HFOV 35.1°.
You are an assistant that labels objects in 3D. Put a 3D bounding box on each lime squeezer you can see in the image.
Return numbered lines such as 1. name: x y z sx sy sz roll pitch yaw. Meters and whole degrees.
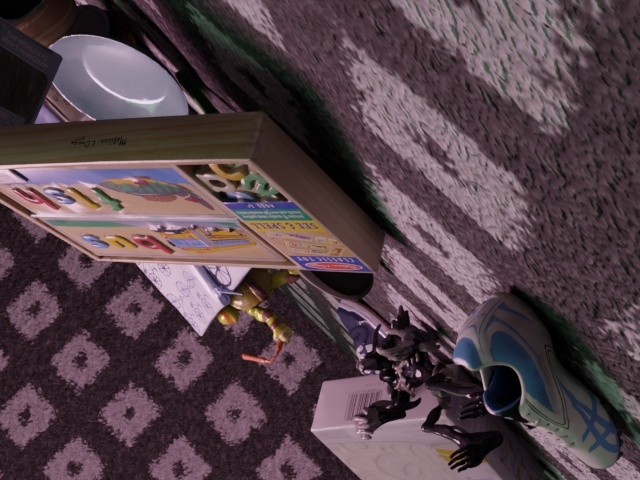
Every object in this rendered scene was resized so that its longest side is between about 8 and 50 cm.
1. lime squeezer: -0.095 -0.134 1.199 0.310 0.059 0.110 -145 42 -62

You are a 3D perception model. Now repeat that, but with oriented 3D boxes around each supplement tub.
1. supplement tub: -0.301 -0.254 1.414 0.106 0.106 0.198 43 174 13

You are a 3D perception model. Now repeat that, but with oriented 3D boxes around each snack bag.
1. snack bag: -0.247 -0.019 1.642 0.323 0.037 0.342 49 148 4

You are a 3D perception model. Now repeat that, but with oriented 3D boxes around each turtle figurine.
1. turtle figurine: -0.117 0.068 1.759 0.269 0.217 0.087 40 172 36

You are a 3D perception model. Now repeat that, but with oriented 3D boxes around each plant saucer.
1. plant saucer: -0.256 -0.209 1.305 0.195 0.037 0.195 14 151 8

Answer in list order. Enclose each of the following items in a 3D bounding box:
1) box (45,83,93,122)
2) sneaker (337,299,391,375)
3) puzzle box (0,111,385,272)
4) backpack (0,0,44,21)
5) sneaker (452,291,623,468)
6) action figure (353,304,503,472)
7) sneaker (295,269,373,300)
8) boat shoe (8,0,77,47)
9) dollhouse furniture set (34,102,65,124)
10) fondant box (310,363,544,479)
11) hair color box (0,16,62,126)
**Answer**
1. box: -0.352 -0.224 1.715 0.127 0.148 0.232 42 172 24
2. sneaker: 0.098 0.235 1.753 0.282 0.153 0.099 43 172 19
3. puzzle box: -0.167 -0.043 1.096 0.409 0.052 0.272 1 157 31
4. backpack: -0.383 -0.339 1.144 0.188 0.166 0.144 33 174 -17
5. sneaker: 0.194 0.140 0.908 0.237 0.086 0.085 47 171 -32
6. action figure: 0.119 0.190 1.360 0.141 0.164 0.275 -3 -162 -33
7. sneaker: 0.000 0.000 1.230 0.222 0.083 0.118 49 172 -21
8. boat shoe: -0.408 -0.341 1.315 0.341 0.121 0.110 55 175 49
9. dollhouse furniture set: -0.516 -0.228 2.017 0.286 0.303 0.198 48 173 -27
10. fondant box: 0.174 0.331 1.589 0.238 0.096 0.330 -13 135 32
11. hair color box: -0.499 -0.237 1.126 0.374 0.113 0.185 20 175 23
